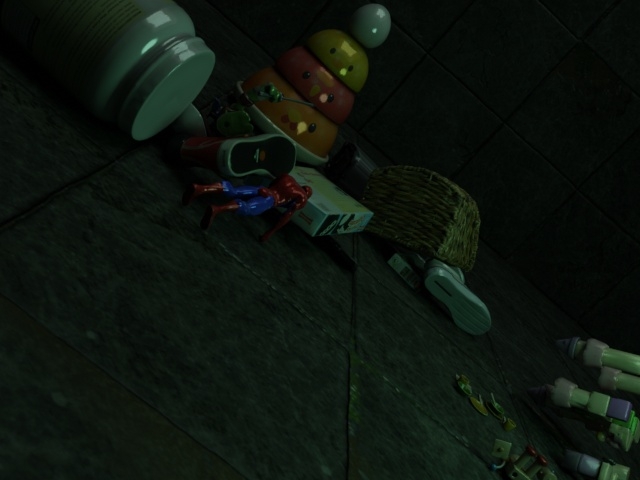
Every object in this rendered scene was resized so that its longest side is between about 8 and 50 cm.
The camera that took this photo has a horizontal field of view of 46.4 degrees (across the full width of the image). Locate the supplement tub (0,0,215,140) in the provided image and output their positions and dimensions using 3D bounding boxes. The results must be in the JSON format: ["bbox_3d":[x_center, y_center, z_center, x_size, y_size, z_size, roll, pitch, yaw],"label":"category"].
[{"bbox_3d":[-0.362,-0.350,1.257,0.325,0.235,0.235,43,14,2],"label":"supplement tub"}]

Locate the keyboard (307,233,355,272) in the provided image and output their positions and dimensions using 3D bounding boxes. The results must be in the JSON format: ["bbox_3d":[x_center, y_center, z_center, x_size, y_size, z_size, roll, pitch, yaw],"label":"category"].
[{"bbox_3d":[0.000,0.000,1.629,0.192,0.038,0.100,45,-9,16],"label":"keyboard"}]

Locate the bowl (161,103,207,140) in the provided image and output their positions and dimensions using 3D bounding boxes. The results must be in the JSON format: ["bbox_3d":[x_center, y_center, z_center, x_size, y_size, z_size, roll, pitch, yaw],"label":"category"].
[{"bbox_3d":[-0.282,-0.235,1.424,0.142,0.053,0.142,43,-16,11],"label":"bowl"}]

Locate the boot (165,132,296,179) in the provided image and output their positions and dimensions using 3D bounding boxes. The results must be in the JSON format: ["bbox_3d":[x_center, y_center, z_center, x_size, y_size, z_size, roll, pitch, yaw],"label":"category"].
[{"bbox_3d":[-0.169,-0.165,1.407,0.176,0.088,0.244,10,9,30],"label":"boot"}]

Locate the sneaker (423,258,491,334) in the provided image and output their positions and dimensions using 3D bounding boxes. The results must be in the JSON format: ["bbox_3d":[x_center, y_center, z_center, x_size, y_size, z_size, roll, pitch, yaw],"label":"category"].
[{"bbox_3d":[0.358,0.140,1.936,0.258,0.094,0.091,48,27,-26],"label":"sneaker"}]

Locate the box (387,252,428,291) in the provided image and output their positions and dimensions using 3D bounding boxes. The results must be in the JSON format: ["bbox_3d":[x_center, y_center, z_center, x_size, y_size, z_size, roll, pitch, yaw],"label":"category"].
[{"bbox_3d":[0.261,0.086,2.023,0.114,0.036,0.207,47,15,18],"label":"box"}]

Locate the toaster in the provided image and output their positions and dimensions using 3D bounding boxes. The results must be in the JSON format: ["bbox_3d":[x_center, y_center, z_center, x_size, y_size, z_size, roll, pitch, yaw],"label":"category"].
[{"bbox_3d":[0.110,-0.198,2.270,0.146,0.129,0.227,39,13,-20],"label":"toaster"}]

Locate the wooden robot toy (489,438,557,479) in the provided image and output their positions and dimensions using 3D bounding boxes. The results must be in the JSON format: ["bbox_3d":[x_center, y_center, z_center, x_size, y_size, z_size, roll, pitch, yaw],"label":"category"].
[{"bbox_3d":[0.360,0.401,1.322,0.173,0.076,0.079,41,4,-4],"label":"wooden robot toy"}]

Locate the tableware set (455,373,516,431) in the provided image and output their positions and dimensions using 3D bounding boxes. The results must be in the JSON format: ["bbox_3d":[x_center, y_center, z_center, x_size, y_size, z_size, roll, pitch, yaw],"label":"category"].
[{"bbox_3d":[0.339,0.333,1.541,0.154,0.024,0.104,42,15,-1],"label":"tableware set"}]

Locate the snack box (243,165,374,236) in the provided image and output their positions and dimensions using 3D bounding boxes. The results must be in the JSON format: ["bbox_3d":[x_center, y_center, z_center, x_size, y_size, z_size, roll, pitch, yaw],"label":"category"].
[{"bbox_3d":[-0.016,-0.089,1.609,0.187,0.060,0.322,38,15,16],"label":"snack box"}]

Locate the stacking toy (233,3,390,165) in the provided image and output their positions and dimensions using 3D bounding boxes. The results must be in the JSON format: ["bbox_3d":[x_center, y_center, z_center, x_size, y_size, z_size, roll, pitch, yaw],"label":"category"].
[{"bbox_3d":[0.013,-0.487,2.143,0.350,0.480,0.350,38,15,-12],"label":"stacking toy"}]

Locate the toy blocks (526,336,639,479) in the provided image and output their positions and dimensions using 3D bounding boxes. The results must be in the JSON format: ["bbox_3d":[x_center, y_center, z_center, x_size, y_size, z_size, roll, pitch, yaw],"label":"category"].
[{"bbox_3d":[0.592,0.397,1.737,0.260,0.309,0.288,13,-17,33],"label":"toy blocks"}]

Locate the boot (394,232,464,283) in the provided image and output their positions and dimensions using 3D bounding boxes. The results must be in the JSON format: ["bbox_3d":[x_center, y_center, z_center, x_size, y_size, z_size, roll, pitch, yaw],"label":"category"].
[{"bbox_3d":[0.330,0.045,2.196,0.258,0.095,0.123,45,21,13],"label":"boot"}]

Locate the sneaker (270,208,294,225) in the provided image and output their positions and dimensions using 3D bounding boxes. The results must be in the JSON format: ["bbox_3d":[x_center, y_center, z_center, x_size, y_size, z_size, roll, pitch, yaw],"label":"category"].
[{"bbox_3d":[-0.083,-0.057,1.570,0.083,0.031,0.035,48,-11,44],"label":"sneaker"}]

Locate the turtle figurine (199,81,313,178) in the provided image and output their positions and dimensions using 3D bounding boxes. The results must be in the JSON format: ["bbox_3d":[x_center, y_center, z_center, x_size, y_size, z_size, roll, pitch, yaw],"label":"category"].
[{"bbox_3d":[-0.126,-0.227,1.604,0.274,0.198,0.266,36,19,-9],"label":"turtle figurine"}]

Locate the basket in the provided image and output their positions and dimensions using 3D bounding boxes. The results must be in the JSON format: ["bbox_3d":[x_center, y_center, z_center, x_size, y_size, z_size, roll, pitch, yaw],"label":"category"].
[{"bbox_3d":[0.279,-0.073,2.010,0.299,0.214,0.223,21,0,36],"label":"basket"}]

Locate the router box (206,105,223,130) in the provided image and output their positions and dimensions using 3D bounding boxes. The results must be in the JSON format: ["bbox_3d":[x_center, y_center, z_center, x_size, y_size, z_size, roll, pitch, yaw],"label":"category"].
[{"bbox_3d":[-0.229,-0.276,1.788,0.092,0.038,0.122,38,15,-13],"label":"router box"}]

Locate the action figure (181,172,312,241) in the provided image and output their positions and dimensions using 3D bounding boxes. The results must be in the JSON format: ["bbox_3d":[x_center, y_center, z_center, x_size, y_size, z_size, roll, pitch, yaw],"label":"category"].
[{"bbox_3d":[-0.127,-0.050,1.338,0.280,0.139,0.091,-14,57,-46],"label":"action figure"}]
